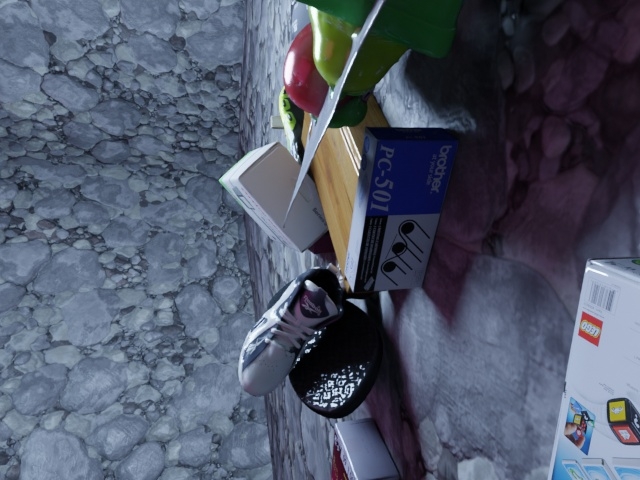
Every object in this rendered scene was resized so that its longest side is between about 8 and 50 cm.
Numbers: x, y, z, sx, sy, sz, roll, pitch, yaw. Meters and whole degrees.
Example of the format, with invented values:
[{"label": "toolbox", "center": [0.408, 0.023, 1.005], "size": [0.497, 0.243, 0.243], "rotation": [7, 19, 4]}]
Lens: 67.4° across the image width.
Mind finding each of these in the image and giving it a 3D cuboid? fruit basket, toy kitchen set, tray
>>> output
[{"label": "fruit basket", "center": [0.046, -0.227, 0.508], "size": [0.353, 0.166, 0.326], "rotation": [110, 173, -53]}, {"label": "toy kitchen set", "center": [-0.114, -0.348, 1.390], "size": [0.083, 0.075, 0.068], "rotation": [166, 103, -71]}, {"label": "tray", "center": [0.044, -0.136, 0.809], "size": [0.202, 0.076, 0.410], "rotation": [102, 161, -45]}]

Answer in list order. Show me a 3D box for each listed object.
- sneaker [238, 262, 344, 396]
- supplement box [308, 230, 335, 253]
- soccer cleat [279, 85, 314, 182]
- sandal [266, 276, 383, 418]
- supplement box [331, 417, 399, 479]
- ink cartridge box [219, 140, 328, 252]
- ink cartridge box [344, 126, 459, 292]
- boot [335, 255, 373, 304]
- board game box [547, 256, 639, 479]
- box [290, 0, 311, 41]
[{"label": "sneaker", "center": [-0.038, 0.127, 0.747], "size": [0.094, 0.235, 0.153], "rotation": [41, 149, 2]}, {"label": "supplement box", "center": [0.000, 0.000, 1.048], "size": [0.083, 0.055, 0.043], "rotation": [-145, 53, -73]}, {"label": "soccer cleat", "center": [-0.047, -0.246, 1.110], "size": [0.121, 0.094, 0.288], "rotation": [110, 153, -63]}, {"label": "sandal", "center": [0.014, 0.184, 0.893], "size": [0.107, 0.168, 0.446], "rotation": [53, 177, -21]}, {"label": "supplement box", "center": [0.067, 0.445, 0.827], "size": [0.130, 0.073, 0.239], "rotation": [-123, 32, -63]}, {"label": "ink cartridge box", "center": [-0.099, -0.094, 1.039], "size": [0.198, 0.115, 0.273], "rotation": [49, 170, -17]}, {"label": "ink cartridge box", "center": [0.092, -0.032, 0.584], "size": [0.046, 0.098, 0.206], "rotation": [-113, 25, -55]}, {"label": "boot", "center": [0.060, 0.054, 0.857], "size": [0.107, 0.037, 0.114], "rotation": [-23, 39, 38]}, {"label": "board game box", "center": [0.221, 0.140, 0.188], "size": [0.305, 0.053, 0.192], "rotation": [-134, 43, -69]}, {"label": "box", "center": [0.009, -0.508, 0.864], "size": [0.307, 0.077, 0.242], "rotation": [-136, 45, -70]}]
